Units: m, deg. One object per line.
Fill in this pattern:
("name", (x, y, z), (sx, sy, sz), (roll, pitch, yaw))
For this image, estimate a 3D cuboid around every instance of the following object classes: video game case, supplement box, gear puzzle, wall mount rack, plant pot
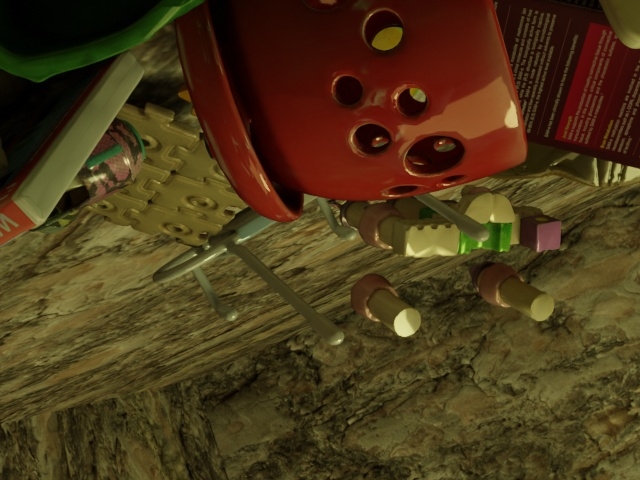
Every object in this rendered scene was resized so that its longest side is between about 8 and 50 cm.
("video game case", (-0.266, -0.022, 0.620), (0.285, 0.025, 0.204), (-26, -152, 25))
("supplement box", (0.210, -0.138, 0.662), (0.239, 0.073, 0.130), (16, 138, 11))
("gear puzzle", (-0.128, -0.081, 0.750), (0.175, 0.044, 0.339), (18, 155, -21))
("wall mount rack", (0.000, 0.000, 0.962), (0.350, 0.130, 0.304), (-33, -167, -24))
("plant pot", (0.015, -0.113, 0.513), (0.174, 0.191, 0.191), (-16, 170, 9))

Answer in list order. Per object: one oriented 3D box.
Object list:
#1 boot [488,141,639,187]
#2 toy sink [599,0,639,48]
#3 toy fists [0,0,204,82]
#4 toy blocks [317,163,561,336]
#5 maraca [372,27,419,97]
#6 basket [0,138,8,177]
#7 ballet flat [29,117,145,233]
("boot", (0.289, -0.131, 1.011), (0.213, 0.077, 0.165), (2, -150, 9))
("toy sink", (0.291, -0.245, 0.538), (0.234, 0.152, 0.131), (-18, 169, -6))
("toy fists", (-0.034, -0.170, 0.379), (0.279, 0.096, 0.142), (-25, -160, 15))
("toy blocks", (0.177, -0.048, 1.254), (0.289, 0.308, 0.260), (-3, -164, -22))
("maraca", (0.006, -0.148, 0.654), (0.127, 0.099, 0.186), (-22, 145, 28))
("basket", (-0.254, -0.080, 0.460), (0.103, 0.113, 0.167), (-22, 170, -5))
("ballet flat", (-0.227, -0.045, 0.703), (0.079, 0.077, 0.221), (-33, -169, -40))
